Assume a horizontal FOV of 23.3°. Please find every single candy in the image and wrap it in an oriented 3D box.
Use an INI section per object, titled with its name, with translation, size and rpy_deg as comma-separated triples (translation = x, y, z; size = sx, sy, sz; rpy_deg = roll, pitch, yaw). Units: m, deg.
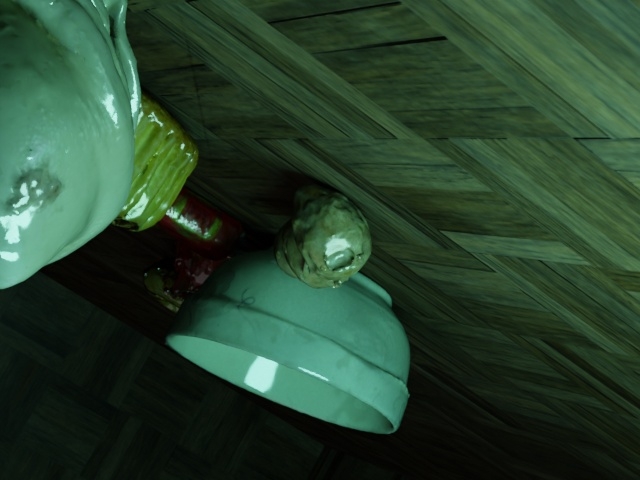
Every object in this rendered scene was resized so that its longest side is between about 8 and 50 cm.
[candy]
translation = -0.176, -0.034, 1.930
size = 0.292, 0.059, 0.086
rpy_deg = 33, 167, -23

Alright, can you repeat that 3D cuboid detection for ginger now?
[ginger]
translation = 0.000, 0.000, 1.594
size = 0.104, 0.080, 0.204
rpy_deg = 62, 169, 4

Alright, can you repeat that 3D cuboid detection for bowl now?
[bowl]
translation = -0.020, 0.112, 1.892
size = 0.307, 0.163, 0.307
rpy_deg = 24, 166, 6

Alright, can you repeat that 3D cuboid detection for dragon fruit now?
[dragon fruit]
translation = -0.141, 0.045, 2.077
size = 0.153, 0.111, 0.153
rpy_deg = 27, 173, 4

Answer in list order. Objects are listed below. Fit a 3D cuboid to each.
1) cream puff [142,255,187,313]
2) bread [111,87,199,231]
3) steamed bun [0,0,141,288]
[cream puff]
translation = -0.208, 0.074, 2.435
size = 0.149, 0.084, 0.149
rpy_deg = 30, 166, 8
[bread]
translation = -0.257, -0.107, 1.605
size = 0.227, 0.142, 0.253
rpy_deg = 37, 164, -31
[steamed bun]
translation = -0.243, -0.134, 1.213
size = 0.324, 0.219, 0.310
rpy_deg = -9, 103, 66
